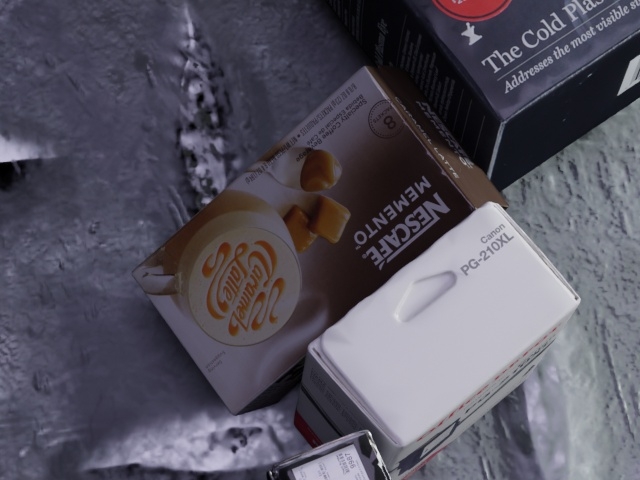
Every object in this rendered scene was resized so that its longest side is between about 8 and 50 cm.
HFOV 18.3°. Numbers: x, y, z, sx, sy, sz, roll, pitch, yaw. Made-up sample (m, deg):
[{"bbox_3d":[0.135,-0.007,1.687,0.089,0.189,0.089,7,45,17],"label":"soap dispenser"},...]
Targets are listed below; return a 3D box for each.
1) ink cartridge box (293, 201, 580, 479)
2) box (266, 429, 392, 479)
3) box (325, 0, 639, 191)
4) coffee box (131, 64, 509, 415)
[{"bbox_3d":[0.078,0.090,1.451,0.172,0.237,0.100,-38,78,-14],"label":"ink cartridge box"},{"bbox_3d":[0.052,0.303,1.380,0.076,0.242,0.307,-22,76,-11],"label":"box"},{"bbox_3d":[0.174,-0.265,1.558,0.343,0.179,0.312,-34,74,-12],"label":"box"},{"bbox_3d":[0.000,0.000,1.491,0.246,0.098,0.141,-40,78,18],"label":"coffee box"}]
